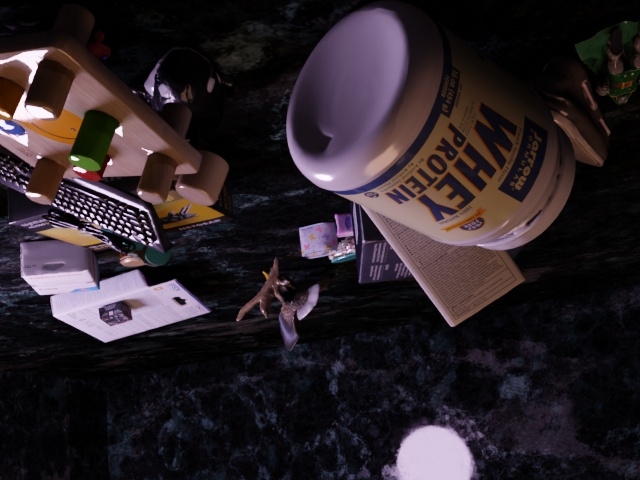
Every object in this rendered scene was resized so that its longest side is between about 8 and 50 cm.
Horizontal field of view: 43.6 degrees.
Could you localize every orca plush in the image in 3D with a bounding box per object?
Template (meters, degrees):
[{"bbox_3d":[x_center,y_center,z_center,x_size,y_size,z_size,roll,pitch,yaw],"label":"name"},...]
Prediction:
[{"bbox_3d":[-0.201,-0.155,1.116,0.151,0.102,0.287,2,163,-28],"label":"orca plush"}]

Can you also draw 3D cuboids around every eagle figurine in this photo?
[{"bbox_3d":[-0.074,0.156,2.161,0.226,0.225,0.298,-22,150,15],"label":"eagle figurine"}]

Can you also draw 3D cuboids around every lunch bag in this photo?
[{"bbox_3d":[0.000,0.000,1.817,0.083,0.071,0.053,-14,165,23],"label":"lunch bag"}]

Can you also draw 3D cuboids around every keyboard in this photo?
[{"bbox_3d":[-0.362,-0.048,1.202,0.317,0.033,0.201,22,153,19],"label":"keyboard"}]

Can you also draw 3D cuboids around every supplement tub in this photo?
[{"bbox_3d":[0.146,-0.128,1.009,0.325,0.235,0.235,22,150,-37],"label":"supplement tub"}]

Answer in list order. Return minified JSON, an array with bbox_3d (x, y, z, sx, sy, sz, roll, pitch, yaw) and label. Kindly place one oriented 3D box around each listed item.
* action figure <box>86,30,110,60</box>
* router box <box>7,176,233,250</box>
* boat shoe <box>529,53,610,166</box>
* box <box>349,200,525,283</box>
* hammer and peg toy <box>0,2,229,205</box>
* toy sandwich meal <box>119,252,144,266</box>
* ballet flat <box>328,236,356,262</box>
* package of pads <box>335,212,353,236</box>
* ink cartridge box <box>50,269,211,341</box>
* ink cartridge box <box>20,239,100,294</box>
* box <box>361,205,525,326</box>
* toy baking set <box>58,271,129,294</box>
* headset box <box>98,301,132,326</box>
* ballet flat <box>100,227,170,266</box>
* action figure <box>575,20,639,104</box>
[{"bbox_3d":[-0.285,-0.220,0.985,0.038,0.030,0.115,-3,160,-32],"label":"action figure"},{"bbox_3d":[-0.345,-0.069,1.408,0.309,0.081,0.243,-12,163,20],"label":"router box"},{"bbox_3d":[0.398,-0.192,1.238,0.112,0.095,0.335,30,-173,28],"label":"boat shoe"},{"bbox_3d":[0.220,-0.052,1.520,0.313,0.178,0.343,-5,165,-1],"label":"box"},{"bbox_3d":[-0.286,-0.118,0.962,0.266,0.127,0.361,1,156,27],"label":"hammer and peg toy"},{"bbox_3d":[-0.432,0.039,1.868,0.086,0.029,0.085,-9,168,-2],"label":"toy sandwich meal"},{"bbox_3d":[0.125,-0.005,1.844,0.241,0.077,0.091,-13,169,29],"label":"ballet flat"},{"bbox_3d":[0.075,-0.036,1.757,0.083,0.050,0.032,-7,165,3],"label":"package of pads"},{"bbox_3d":[-0.496,0.170,2.145,0.330,0.071,0.324,-17,159,2],"label":"ink cartridge box"},{"bbox_3d":[-0.576,0.061,1.781,0.140,0.082,0.190,-4,163,-9],"label":"ink cartridge box"},{"bbox_3d":[0.172,-0.035,1.261,0.148,0.311,0.121,-34,-163,9],"label":"box"},{"bbox_3d":[-0.571,0.119,2.104,0.256,0.030,0.196,-9,160,-13],"label":"toy baking set"},{"bbox_3d":[-0.521,0.189,2.039,0.062,0.032,0.083,-16,160,2],"label":"headset box"},{"bbox_3d":[-0.329,0.000,1.419,0.070,0.070,0.188,-9,163,10],"label":"ballet flat"},{"bbox_3d":[0.434,-0.246,1.137,0.137,0.063,0.232,-14,167,15],"label":"action figure"}]
